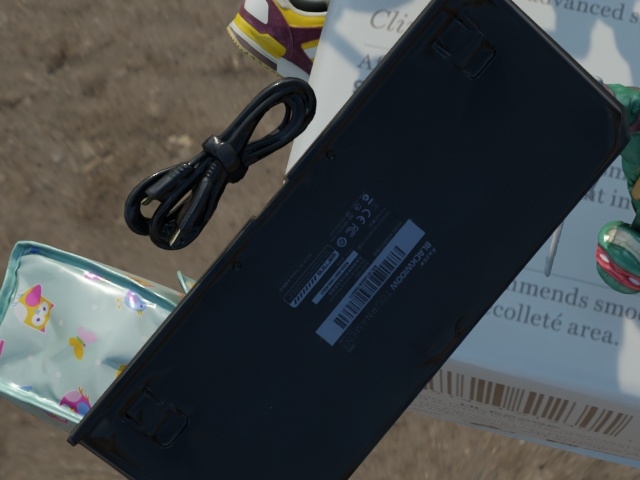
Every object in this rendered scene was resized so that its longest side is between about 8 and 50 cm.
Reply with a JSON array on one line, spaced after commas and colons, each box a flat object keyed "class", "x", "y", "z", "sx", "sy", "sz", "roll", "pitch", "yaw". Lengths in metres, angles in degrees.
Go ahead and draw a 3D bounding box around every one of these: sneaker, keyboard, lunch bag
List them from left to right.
[{"class": "lunch bag", "x": -0.134, "y": 0.113, "z": 1.450, "sx": 0.262, "sy": 0.223, "sz": 0.160, "roll": 16, "pitch": 82, "yaw": 23}, {"class": "keyboard", "x": 0.000, "y": 0.000, "z": 0.487, "sx": 0.108, "sy": 0.023, "sz": 0.180, "roll": 40, "pitch": 89, "yaw": -24}, {"class": "sneaker", "x": 0.014, "y": -0.162, "z": 1.434, "sx": 0.185, "sy": 0.069, "sz": 0.084, "roll": 28, "pitch": 109, "yaw": -26}]

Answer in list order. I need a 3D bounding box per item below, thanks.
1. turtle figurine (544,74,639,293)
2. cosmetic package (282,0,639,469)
[{"class": "turtle figurine", "x": 0.189, "y": -0.038, "z": 0.803, "sx": 0.175, "sy": 0.118, "sz": 0.234, "roll": 32, "pitch": 111, "yaw": -4}, {"class": "cosmetic package", "x": 0.174, "y": -0.072, "z": 1.112, "sx": 0.329, "sy": 0.327, "sz": 0.394, "roll": 14, "pitch": 79, "yaw": 8}]
